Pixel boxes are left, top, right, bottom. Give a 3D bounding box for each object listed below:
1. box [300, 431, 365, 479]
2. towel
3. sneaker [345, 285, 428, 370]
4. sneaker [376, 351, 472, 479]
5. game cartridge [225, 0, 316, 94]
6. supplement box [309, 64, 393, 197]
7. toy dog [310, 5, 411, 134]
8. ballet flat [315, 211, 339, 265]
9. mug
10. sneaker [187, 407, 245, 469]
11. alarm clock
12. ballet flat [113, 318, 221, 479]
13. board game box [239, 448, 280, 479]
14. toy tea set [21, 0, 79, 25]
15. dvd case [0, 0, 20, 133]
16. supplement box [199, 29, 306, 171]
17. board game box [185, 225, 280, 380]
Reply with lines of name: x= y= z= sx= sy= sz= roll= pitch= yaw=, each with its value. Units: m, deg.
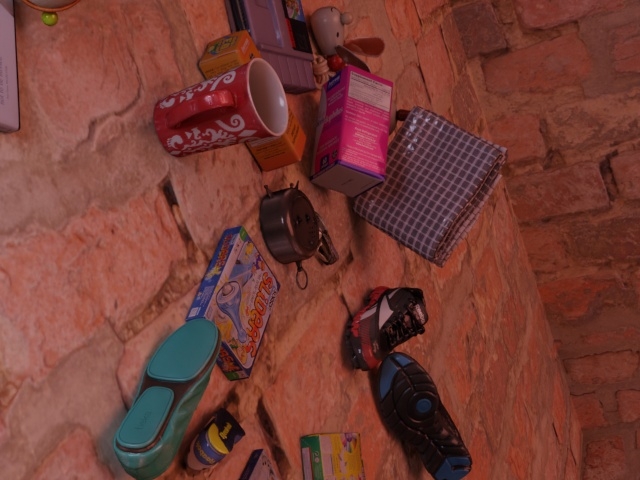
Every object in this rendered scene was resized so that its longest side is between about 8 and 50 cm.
box: x=0.028 y=0.386 z=1.489 sx=0.179 sy=0.043 sz=0.105 roll=20 pitch=60 yaw=-59
towel: x=0.228 y=-0.120 z=1.795 sx=0.283 sy=0.235 sz=0.121 roll=-58 pitch=149 yaw=2
sneaker: x=0.141 y=0.167 z=1.726 sx=0.276 sy=0.135 sz=0.097 roll=-49 pitch=124 yaw=-59
sneaker: x=0.202 y=0.363 z=1.824 sx=0.340 sy=0.125 sz=0.139 roll=62 pitch=2 yaw=-24
game cartridge: x=-0.104 y=-0.454 z=1.599 sx=0.230 sy=0.068 sz=0.355 roll=-14 pitch=91 yaw=-61
supplement box: x=0.063 y=-0.214 z=1.692 sx=0.114 sy=0.111 sz=0.220 roll=18 pitch=66 yaw=-25
toy dog: x=0.103 y=-0.345 z=1.860 sx=0.333 sy=0.161 sz=0.220 roll=55 pitch=32 yaw=-40
ballet flat: x=0.000 y=0.000 z=1.625 sx=0.114 sy=0.041 sz=0.041 roll=64 pitch=28 yaw=-24
mug: x=-0.155 y=-0.192 z=1.226 sx=0.150 sy=0.169 sz=0.113 roll=38 pitch=46 yaw=-53
sneaker: x=-0.144 y=0.271 z=1.173 sx=0.053 sy=0.059 sz=0.144 roll=46 pitch=8 yaw=5
alarm clock: x=-0.045 y=-0.008 z=1.506 sx=0.129 sy=0.064 sz=0.192 roll=-15 pitch=95 yaw=-66
ballet flat: x=-0.191 y=0.203 z=1.089 sx=0.247 sy=0.083 sz=0.087 roll=-66 pitch=161 yaw=-53
board game box: x=-0.088 y=0.373 z=1.272 sx=0.090 sy=0.020 sz=0.090 roll=66 pitch=26 yaw=-21
toy tea set: x=-0.317 y=-0.406 z=0.935 sx=0.336 sy=0.200 sz=0.124 roll=54 pitch=-4 yaw=-40
dvd case: x=-0.410 y=-0.226 z=0.877 sx=0.253 sy=0.022 sz=0.180 roll=17 pitch=63 yaw=-62
supplement box: x=-0.110 y=-0.232 z=1.453 sx=0.233 sy=0.080 sz=0.078 roll=57 pitch=29 yaw=-33
board game box: x=-0.127 y=0.093 z=1.307 sx=0.136 sy=0.035 sz=0.201 roll=60 pitch=30 yaw=-33
